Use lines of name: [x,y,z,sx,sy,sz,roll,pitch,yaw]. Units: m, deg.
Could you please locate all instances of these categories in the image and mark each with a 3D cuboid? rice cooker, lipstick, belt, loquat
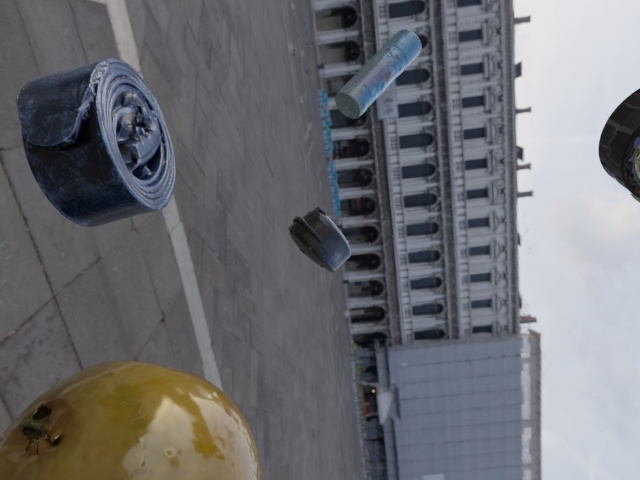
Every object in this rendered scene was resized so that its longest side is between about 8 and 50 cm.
rice cooker: [0.000,0.000,1.131,0.165,0.107,0.112,55,-13,-8]
lipstick: [0.085,-0.243,0.669,0.158,0.048,0.048,-49,155,-21]
belt: [-0.201,-0.090,0.430,0.190,0.082,0.141,-103,176,-62]
loquat: [-0.183,0.245,0.428,0.263,0.264,0.262,-6,90,-87]

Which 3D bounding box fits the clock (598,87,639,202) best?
clock: [0.559,-0.206,0.601,0.120,0.277,0.378,-87,-165,-57]
